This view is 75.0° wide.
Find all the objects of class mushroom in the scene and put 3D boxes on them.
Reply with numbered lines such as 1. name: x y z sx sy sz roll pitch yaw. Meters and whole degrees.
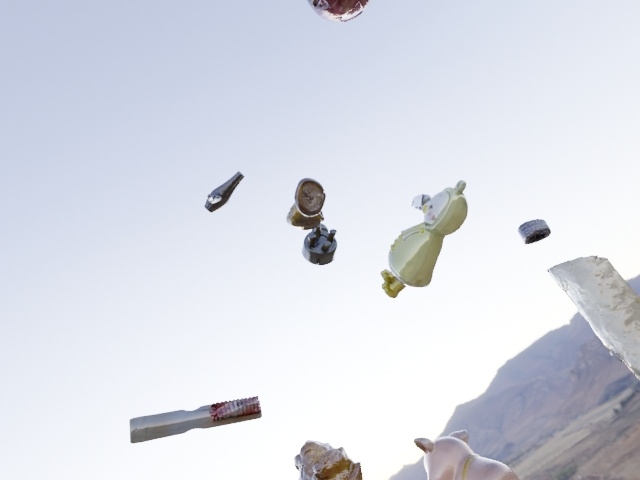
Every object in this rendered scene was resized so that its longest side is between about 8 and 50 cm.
1. mushroom: -0.036 -0.136 1.308 0.123 0.123 0.052 0 -5 -43

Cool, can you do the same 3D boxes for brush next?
1. brush: -0.297 0.436 1.034 0.321 0.060 0.050 0 -39 -28

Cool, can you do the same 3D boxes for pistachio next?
1. pistachio: -0.067 -0.091 1.579 0.110 0.100 0.189 -43 -20 28

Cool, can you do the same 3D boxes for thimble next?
1. thimble: 0.798 -0.036 1.559 0.104 0.066 0.095 -26 -33 22

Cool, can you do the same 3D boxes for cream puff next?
1. cream puff: 0.028 0.691 1.158 0.155 0.269 0.241 -17 -7 -35

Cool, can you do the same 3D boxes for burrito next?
1. burrito: 0.402 0.105 0.565 0.060 0.226 0.087 -7 -38 -14

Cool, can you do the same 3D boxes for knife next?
1. knife: 0.441 -0.169 1.855 0.265 0.041 0.073 -62 -11 -84

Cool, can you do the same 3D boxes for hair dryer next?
1. hair dryer: -0.370 -0.175 1.538 0.195 0.075 0.219 -45 6 7

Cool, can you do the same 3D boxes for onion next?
1. onion: 0.036 -0.702 1.119 0.201 0.200 0.207 -19 -45 -24

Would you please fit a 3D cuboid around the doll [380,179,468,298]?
1. doll: 0.224 -0.005 0.905 0.141 0.117 0.296 -68 -1 -63

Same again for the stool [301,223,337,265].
1. stool: -0.009 0.000 1.859 0.153 0.228 0.139 -10 -41 -19

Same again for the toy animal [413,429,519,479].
1. toy animal: 0.337 0.540 0.931 0.165 0.248 0.149 22 -91 -35
